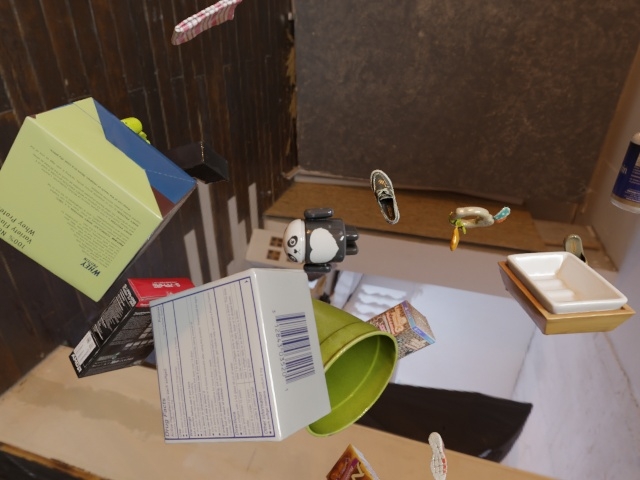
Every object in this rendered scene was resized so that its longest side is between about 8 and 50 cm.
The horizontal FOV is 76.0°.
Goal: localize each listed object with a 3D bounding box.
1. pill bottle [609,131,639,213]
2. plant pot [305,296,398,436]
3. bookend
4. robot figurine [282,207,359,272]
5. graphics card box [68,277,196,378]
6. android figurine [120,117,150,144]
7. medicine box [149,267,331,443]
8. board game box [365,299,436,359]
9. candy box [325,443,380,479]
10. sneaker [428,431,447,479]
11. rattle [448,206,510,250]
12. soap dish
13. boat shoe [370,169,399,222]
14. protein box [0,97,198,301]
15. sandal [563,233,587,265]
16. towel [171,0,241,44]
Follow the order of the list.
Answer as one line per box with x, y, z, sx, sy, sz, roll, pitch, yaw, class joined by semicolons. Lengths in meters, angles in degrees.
0.922;-0.214;1.120;0.153;0.153;0.264;-56;152;-60;pill bottle
-0.008;0.353;1.313;0.367;0.353;0.366;-22;128;-32;plant pot
-0.388;-0.224;1.257;0.157;0.156;0.072;35;45;-70;bookend
0.000;0.003;1.514;0.173;0.278;0.209;105;-17;-72;robot figurine
-0.583;0.269;1.291;0.371;0.094;0.233;-48;157;17;graphics card box
-0.497;-0.181;0.985;0.248;0.056;0.273;-59;-175;23;android figurine
-0.157;0.210;0.751;0.149;0.289;0.263;7;69;-56;medicine box
0.344;0.438;1.899;0.232;0.291;0.141;39;26;-43;board game box
0.089;0.617;1.033;0.109;0.053;0.187;-51;-165;-9;candy box
0.433;0.781;1.476;0.065;0.061;0.157;39;45;-45;sneaker
0.537;-0.039;1.367;0.130;0.200;0.142;104;-8;-51;rattle
0.676;0.147;1.168;0.291;0.229;0.118;-96;-177;-63;soap dish
0.246;-0.169;1.548;0.070;0.078;0.219;11;58;-77;boat shoe
-0.338;-0.059;0.613;0.201;0.200;0.136;-43;-164;25;protein box
0.844;0.069;1.343;0.049;0.072;0.180;-58;134;-80;sandal
-0.305;-0.582;1.089;0.029;0.197;0.144;59;-12;-21;towel
